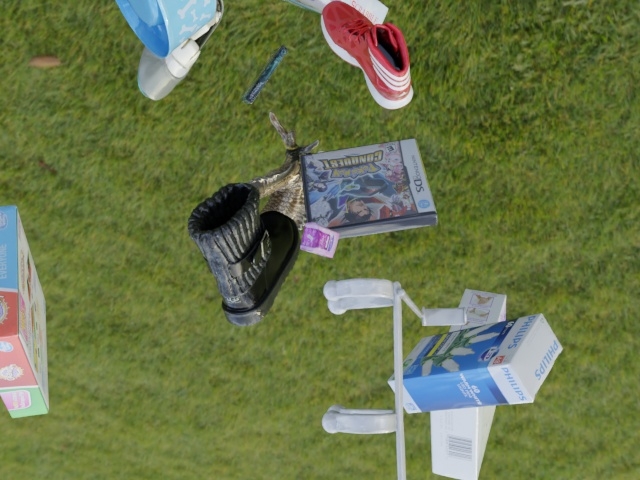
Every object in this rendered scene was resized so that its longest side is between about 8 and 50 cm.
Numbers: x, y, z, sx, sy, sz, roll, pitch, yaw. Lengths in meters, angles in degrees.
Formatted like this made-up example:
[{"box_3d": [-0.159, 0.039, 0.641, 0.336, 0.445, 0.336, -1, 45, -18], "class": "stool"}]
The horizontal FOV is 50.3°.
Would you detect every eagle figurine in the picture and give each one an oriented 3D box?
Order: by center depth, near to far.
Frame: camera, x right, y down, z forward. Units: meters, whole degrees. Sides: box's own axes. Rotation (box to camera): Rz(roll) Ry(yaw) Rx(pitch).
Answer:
[{"box_3d": [-0.113, -0.122, 1.675, 0.226, 0.298, 0.225, 31, 148, -10], "class": "eagle figurine"}]

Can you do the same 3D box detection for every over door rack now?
[{"box_3d": [0.073, 0.174, 0.683, 0.108, 0.240, 0.324, -4, 168, 23], "class": "over door rack"}]

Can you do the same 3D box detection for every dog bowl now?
[{"box_3d": [-0.192, -0.341, 0.702, 0.166, 0.074, 0.297, 38, 152, 45], "class": "dog bowl"}]

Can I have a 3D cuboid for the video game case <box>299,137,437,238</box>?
[{"box_3d": [0.099, -0.115, 1.501, 0.274, 0.248, 0.035, -8, 139, 1], "class": "video game case"}]

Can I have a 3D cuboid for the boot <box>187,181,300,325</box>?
[{"box_3d": [-0.147, -0.023, 1.428, 0.131, 0.348, 0.260, -5, 126, 15], "class": "boot"}]

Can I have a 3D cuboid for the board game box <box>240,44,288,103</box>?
[{"box_3d": [-0.165, -0.480, 1.982, 0.026, 0.126, 0.186, 35, 91, -16], "class": "board game box"}]

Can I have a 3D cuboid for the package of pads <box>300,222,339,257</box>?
[{"box_3d": [0.000, 0.000, 1.210, 0.031, 0.050, 0.083, 11, 176, 30], "class": "package of pads"}]

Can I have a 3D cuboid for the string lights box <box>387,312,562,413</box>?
[{"box_3d": [0.251, 0.209, 1.130, 0.259, 0.133, 0.077, -23, 104, 48], "class": "string lights box"}]

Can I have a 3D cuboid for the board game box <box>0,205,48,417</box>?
[{"box_3d": [-0.523, 0.130, 1.165, 0.064, 0.242, 0.317, -6, 147, -16], "class": "board game box"}]

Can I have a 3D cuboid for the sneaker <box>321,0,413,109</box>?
[{"box_3d": [0.076, -0.320, 1.050, 0.221, 0.087, 0.128, 52, 167, 18], "class": "sneaker"}]

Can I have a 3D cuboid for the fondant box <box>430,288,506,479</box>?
[{"box_3d": [0.313, 0.291, 1.421, 0.096, 0.330, 0.239, 6, 121, 21], "class": "fondant box"}]

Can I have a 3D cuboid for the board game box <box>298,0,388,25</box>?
[{"box_3d": [-0.074, -0.516, 1.318, 0.318, 0.318, 0.066, 31, 104, 30], "class": "board game box"}]

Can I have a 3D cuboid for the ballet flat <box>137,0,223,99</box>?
[{"box_3d": [-0.199, -0.294, 0.991, 0.068, 0.213, 0.072, -5, 141, 32], "class": "ballet flat"}]
